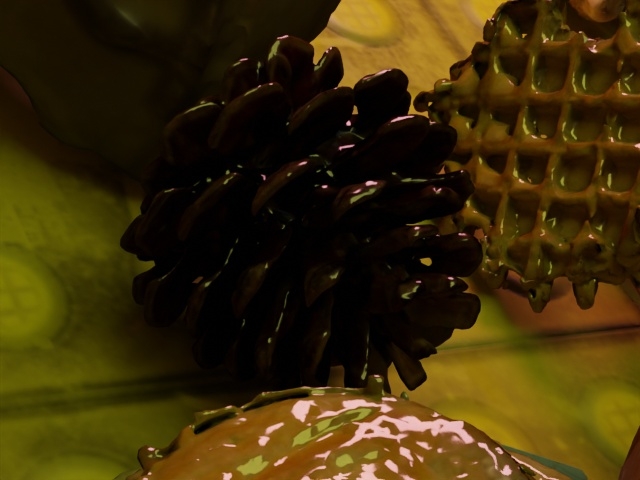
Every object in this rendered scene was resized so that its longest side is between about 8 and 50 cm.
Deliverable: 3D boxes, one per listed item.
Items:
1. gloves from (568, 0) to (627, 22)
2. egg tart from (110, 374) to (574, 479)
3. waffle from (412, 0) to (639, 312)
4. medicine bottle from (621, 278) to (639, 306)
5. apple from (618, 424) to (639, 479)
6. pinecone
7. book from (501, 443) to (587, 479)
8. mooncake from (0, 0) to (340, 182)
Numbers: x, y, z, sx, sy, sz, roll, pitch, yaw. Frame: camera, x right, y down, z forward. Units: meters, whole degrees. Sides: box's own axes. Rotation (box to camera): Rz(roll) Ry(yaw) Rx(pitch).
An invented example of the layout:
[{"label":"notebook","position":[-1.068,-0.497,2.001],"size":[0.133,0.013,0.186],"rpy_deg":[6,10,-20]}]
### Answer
[{"label":"gloves","position":[0.287,-0.271,1.417],"size":[0.203,0.155,0.356],"rpy_deg":[0,50,-27]},{"label":"egg tart","position":[0.003,0.167,0.708],"size":[0.341,0.132,0.341],"rpy_deg":[3,36,-2]},{"label":"waffle","position":[0.168,-0.072,1.076],"size":[0.051,0.231,0.228],"rpy_deg":[28,25,-56]},{"label":"medicine bottle","position":[0.302,0.009,1.144],"size":[0.219,0.115,0.078],"rpy_deg":[-4,50,-35]},{"label":"apple","position":[0.326,0.157,0.842],"size":[0.338,0.305,0.338],"rpy_deg":[19,39,-16]},{"label":"pinecone","position":[0.000,0.000,0.899],"size":[0.208,0.207,0.207],"rpy_deg":[17,40,-15]},{"label":"book","position":[0.109,0.170,0.923],"size":[0.103,0.017,0.135],"rpy_deg":[18,39,-11]},{"label":"mooncake","position":[-0.188,-0.231,1.018],"size":[0.394,0.393,0.246],"rpy_deg":[-3,29,25]}]
